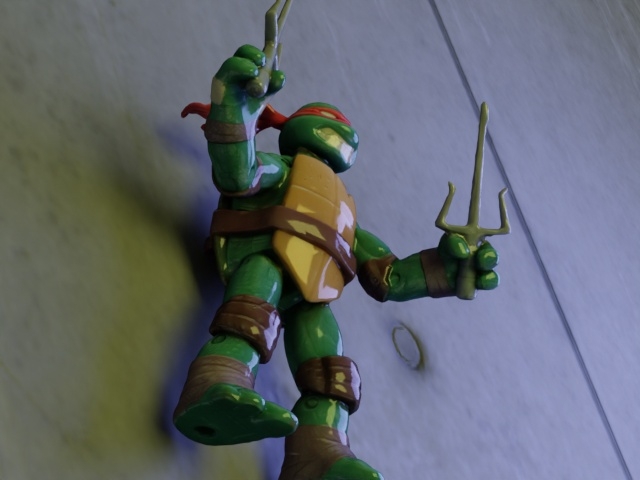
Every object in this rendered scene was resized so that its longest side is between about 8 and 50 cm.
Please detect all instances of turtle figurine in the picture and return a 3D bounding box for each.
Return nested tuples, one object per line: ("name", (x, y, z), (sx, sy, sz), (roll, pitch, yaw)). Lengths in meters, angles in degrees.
("turtle figurine", (0.000, 0.000, 0.762), (0.175, 0.118, 0.234), (25, 57, -24))
